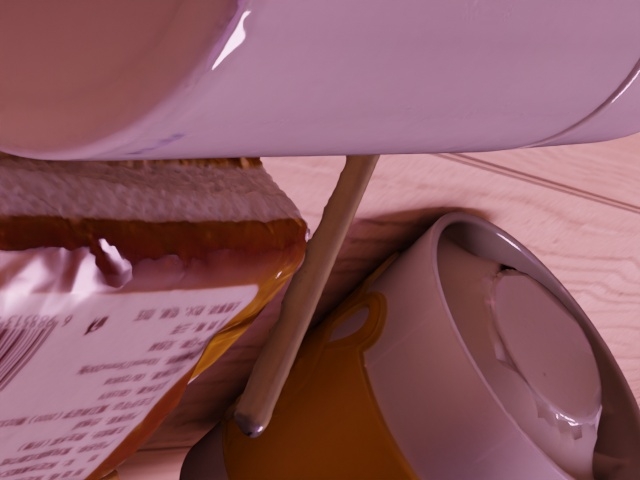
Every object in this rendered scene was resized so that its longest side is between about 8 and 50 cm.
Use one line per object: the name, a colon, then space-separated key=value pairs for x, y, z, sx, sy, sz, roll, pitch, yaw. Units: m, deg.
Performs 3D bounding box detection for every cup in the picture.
cup: x=0.053 y=0.104 z=1.086 sx=0.226 sy=0.185 sz=0.241 roll=-37 pitch=-166 yaw=23

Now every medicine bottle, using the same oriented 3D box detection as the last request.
medicine bottle: x=0.027 y=-0.089 z=0.575 sx=0.130 sy=0.130 sz=0.341 roll=-44 pitch=159 yaw=26

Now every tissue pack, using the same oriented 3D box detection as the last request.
tissue pack: x=-0.128 y=0.032 z=0.667 sx=0.183 sy=0.092 sz=0.226 roll=-44 pitch=161 yaw=24

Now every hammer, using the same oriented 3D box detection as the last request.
hammer: x=0.000 y=0.000 z=0.764 sx=0.195 sy=0.028 sz=0.060 roll=-66 pitch=-175 yaw=-34

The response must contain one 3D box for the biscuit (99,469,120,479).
biscuit: x=-0.137 y=0.125 z=0.828 sx=0.158 sy=0.035 sz=0.240 roll=3 pitch=-179 yaw=2
